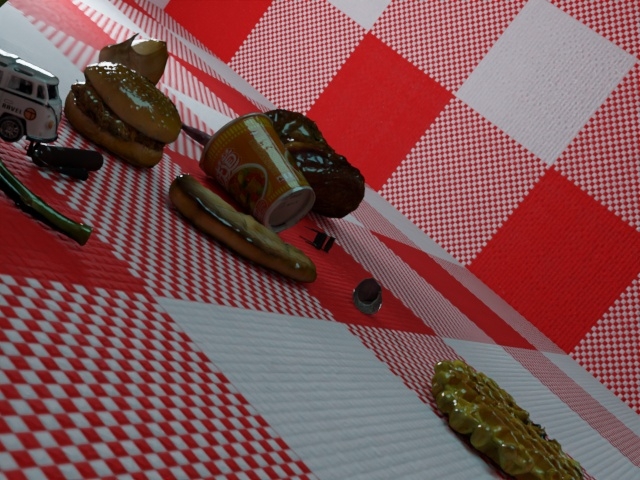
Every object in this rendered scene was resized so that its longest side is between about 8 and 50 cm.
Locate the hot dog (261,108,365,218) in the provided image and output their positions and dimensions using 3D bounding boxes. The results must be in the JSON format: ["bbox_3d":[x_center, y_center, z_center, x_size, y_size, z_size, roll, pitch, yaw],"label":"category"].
[{"bbox_3d":[-0.040,-0.179,2.035,0.267,0.174,0.387,46,11,28],"label":"hot dog"}]

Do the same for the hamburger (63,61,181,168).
[{"bbox_3d":[-0.311,-0.204,1.368,0.191,0.118,0.182,20,17,-49],"label":"hamburger"}]

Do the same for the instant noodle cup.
[{"bbox_3d":[-0.107,-0.117,1.616,0.185,0.168,0.168,50,14,24],"label":"instant noodle cup"}]

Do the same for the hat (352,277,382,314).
[{"bbox_3d":[0.080,0.106,1.585,0.058,0.042,0.087,29,45,-8],"label":"hat"}]

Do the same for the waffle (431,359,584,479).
[{"bbox_3d":[0.287,0.296,1.367,0.283,0.065,0.309,36,13,2],"label":"waffle"}]

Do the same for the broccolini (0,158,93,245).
[{"bbox_3d":[-0.335,-0.077,0.907,0.239,0.054,0.051,40,-4,-3],"label":"broccolini"}]

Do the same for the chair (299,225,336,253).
[{"bbox_3d":[0.001,0.001,1.759,0.086,0.037,0.042,26,3,-34],"label":"chair"}]

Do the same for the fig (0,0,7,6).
[{"bbox_3d":[-0.543,-0.428,1.258,0.233,0.233,0.314,35,15,-18],"label":"fig"}]

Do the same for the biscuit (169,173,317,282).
[{"bbox_3d":[-0.113,-0.006,1.368,0.299,0.045,0.154,34,10,-27],"label":"biscuit"}]

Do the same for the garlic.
[{"bbox_3d":[-0.394,-0.360,1.809,0.207,0.128,0.115,-59,141,-77],"label":"garlic"}]

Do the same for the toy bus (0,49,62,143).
[{"bbox_3d":[-0.379,-0.173,0.968,0.194,0.089,0.087,20,13,-10],"label":"toy bus"}]

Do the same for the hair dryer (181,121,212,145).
[{"bbox_3d":[-0.245,-0.209,1.854,0.154,0.054,0.106,30,12,17],"label":"hair dryer"}]

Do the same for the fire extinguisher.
[{"bbox_3d":[-0.321,-0.098,1.100,0.173,0.035,0.049,-7,84,-76],"label":"fire extinguisher"}]
